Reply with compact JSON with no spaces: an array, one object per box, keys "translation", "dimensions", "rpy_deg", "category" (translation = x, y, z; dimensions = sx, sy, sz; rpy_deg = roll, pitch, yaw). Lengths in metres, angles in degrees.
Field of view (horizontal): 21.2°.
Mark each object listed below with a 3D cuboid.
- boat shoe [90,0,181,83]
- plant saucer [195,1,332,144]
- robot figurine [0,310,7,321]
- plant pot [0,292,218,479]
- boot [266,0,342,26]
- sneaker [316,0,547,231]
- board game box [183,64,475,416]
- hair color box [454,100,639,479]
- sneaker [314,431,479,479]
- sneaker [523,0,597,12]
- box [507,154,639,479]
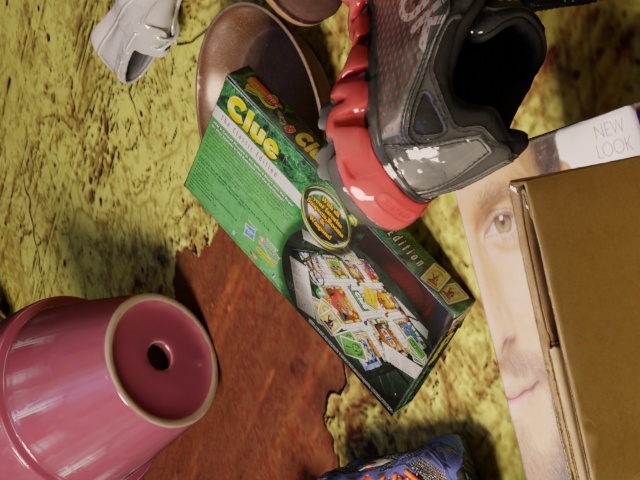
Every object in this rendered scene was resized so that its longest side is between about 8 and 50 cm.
[{"translation":[-0.152,-0.190,1.505],"dimensions":[0.063,0.066,0.184],"rpy_deg":[59,144,3],"category":"boat shoe"},{"translation":[-0.038,-0.096,1.380],"dimensions":[0.199,0.036,0.198],"rpy_deg":[26,123,51],"category":"plant saucer"},{"translation":[-0.460,0.116,1.999],"dimensions":[0.209,0.174,0.278],"rpy_deg":[-55,47,6],"category":"robot figurine"},{"translation":[-0.201,0.135,1.595],"dimensions":[0.180,0.201,0.201],"rpy_deg":[-25,79,43],"category":"plant pot"},{"translation":[0.027,-0.250,1.170],"dimensions":[0.207,0.090,0.248],"rpy_deg":[21,129,44],"category":"boot"},{"translation":[0.072,-0.145,1.025],"dimensions":[0.135,0.098,0.276],"rpy_deg":[-17,61,33],"category":"sneaker"},{"translation":[0.000,0.000,1.306],"dimensions":[0.259,0.030,0.136],"rpy_deg":[48,142,18],"category":"board game box"},{"translation":[0.201,0.093,1.001],"dimensions":[0.185,0.110,0.338],"rpy_deg":[-18,85,60],"category":"hair color box"},{"translation":[0.051,0.202,1.299],"dimensions":[0.221,0.087,0.083],"rpy_deg":[-31,76,58],"category":"sneaker"},{"translation":[0.125,-0.186,1.080],"dimensions":[0.161,0.057,0.075],"rpy_deg":[5,88,59],"category":"sneaker"},{"translation":[0.199,0.031,0.889],"dimensions":[0.021,0.201,0.164],"rpy_deg":[-13,90,63],"category":"box"}]
